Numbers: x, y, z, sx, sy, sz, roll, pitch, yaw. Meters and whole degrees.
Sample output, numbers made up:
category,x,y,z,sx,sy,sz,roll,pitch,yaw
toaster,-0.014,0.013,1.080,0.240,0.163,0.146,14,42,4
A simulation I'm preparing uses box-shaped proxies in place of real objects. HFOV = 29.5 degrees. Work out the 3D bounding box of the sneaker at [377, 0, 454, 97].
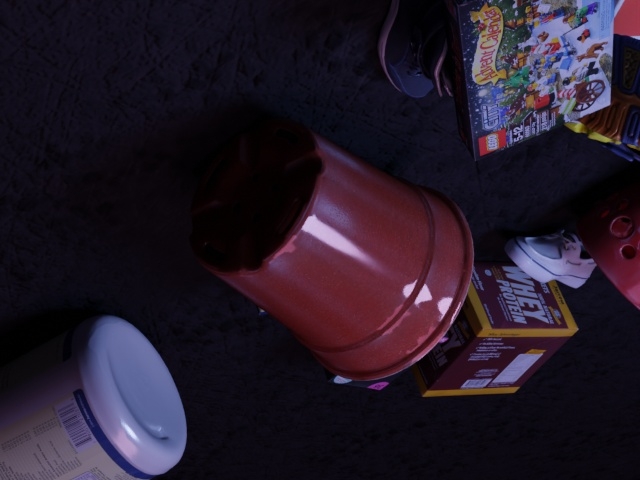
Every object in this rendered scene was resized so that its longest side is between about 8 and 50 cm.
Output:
category,x,y,z,sx,sy,sz,roll,pitch,yaw
sneaker,0.129,-0.193,1.328,0.086,0.163,0.226,-16,149,-10

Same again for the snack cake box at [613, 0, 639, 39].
category,x,y,z,sx,sy,sz,roll,pitch,yaw
snack cake box,0.437,-0.313,1.384,0.265,0.089,0.152,-6,147,-21

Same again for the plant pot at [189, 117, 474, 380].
category,x,y,z,sx,sy,sz,roll,pitch,yaw
plant pot,0.000,0.000,1.473,0.272,0.272,0.265,-35,137,22

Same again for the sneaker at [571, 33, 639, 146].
category,x,y,z,sx,sy,sz,roll,pitch,yaw
sneaker,0.311,-0.179,1.382,0.131,0.296,0.111,10,104,-55

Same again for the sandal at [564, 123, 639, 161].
category,x,y,z,sx,sy,sz,roll,pitch,yaw
sandal,0.448,-0.127,1.527,0.126,0.317,0.138,-56,161,10

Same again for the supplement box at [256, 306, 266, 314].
category,x,y,z,sx,sy,sz,roll,pitch,yaw
supplement box,-0.046,0.055,1.698,0.083,0.056,0.083,-5,145,-22

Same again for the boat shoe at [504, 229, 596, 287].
category,x,y,z,sx,sy,sz,roll,pitch,yaw
boat shoe,0.359,0.015,1.855,0.076,0.083,0.226,-48,151,19

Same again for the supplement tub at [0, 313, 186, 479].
category,x,y,z,sx,sy,sz,roll,pitch,yaw
supplement tub,-0.375,0.268,1.669,0.325,0.235,0.235,-28,147,12

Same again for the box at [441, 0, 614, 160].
category,x,y,z,sx,sy,sz,roll,pitch,yaw
box,0.207,-0.191,1.189,0.159,0.044,0.233,-23,145,-4

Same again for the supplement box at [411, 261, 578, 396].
category,x,y,z,sx,sy,sz,roll,pitch,yaw
supplement box,0.261,0.141,1.925,0.191,0.129,0.194,2,141,-30

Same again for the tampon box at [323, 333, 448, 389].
category,x,y,z,sx,sy,sz,roll,pitch,yaw
tampon box,0.088,0.142,1.858,0.120,0.101,0.161,15,134,-41

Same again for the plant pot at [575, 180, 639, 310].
category,x,y,z,sx,sy,sz,roll,pitch,yaw
plant pot,0.499,-0.009,1.786,0.174,0.191,0.191,-45,141,21
